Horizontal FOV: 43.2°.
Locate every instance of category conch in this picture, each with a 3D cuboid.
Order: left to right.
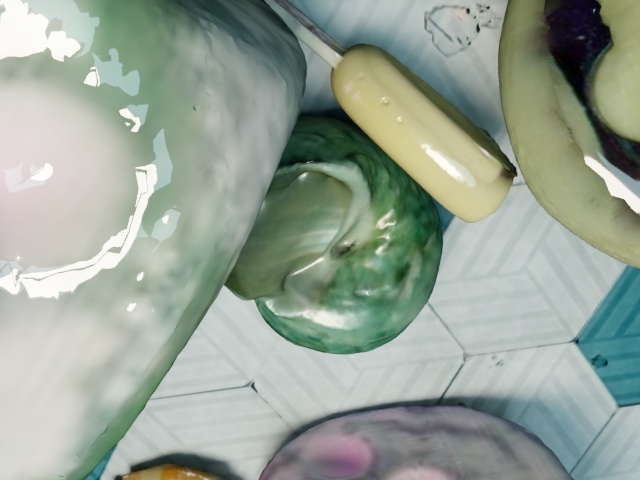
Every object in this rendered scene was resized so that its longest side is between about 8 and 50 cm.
[{"bbox_3d":[-0.001,0.001,0.616,0.196,0.134,0.202,-7,122,-15],"label":"conch"}]

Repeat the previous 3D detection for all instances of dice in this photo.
[{"bbox_3d":[-0.229,-0.056,0.452,0.330,0.328,0.348,29,107,-18],"label":"dice"},{"bbox_3d":[0.088,0.324,0.696,0.271,0.270,0.270,-8,114,-5],"label":"dice"}]

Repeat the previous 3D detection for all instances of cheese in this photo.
[{"bbox_3d":[0.033,-0.118,0.585,0.255,0.127,0.050,41,110,-3],"label":"cheese"}]

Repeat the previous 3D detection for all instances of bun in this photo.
[{"bbox_3d":[0.264,-0.115,0.580,0.293,0.187,0.293,0,90,0],"label":"bun"}]

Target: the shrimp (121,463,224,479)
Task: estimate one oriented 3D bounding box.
[{"bbox_3d":[-0.150,0.337,0.791,0.154,0.062,0.294,8,110,2],"label":"shrimp"}]
